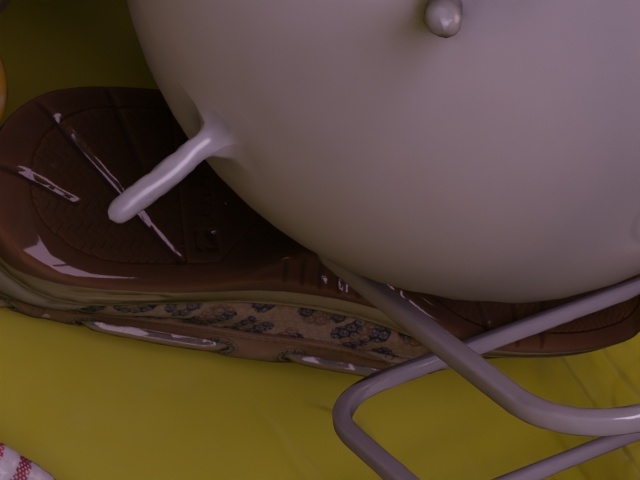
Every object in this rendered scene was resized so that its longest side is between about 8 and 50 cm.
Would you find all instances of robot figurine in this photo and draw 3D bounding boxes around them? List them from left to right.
[{"bbox_3d":[0.077,-0.115,0.477,0.200,0.300,0.353,45,47,0],"label":"robot figurine"}]

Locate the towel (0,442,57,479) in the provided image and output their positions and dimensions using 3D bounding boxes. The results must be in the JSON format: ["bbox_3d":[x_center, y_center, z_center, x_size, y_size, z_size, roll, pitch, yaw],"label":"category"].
[{"bbox_3d":[-0.108,0.172,0.576,0.197,0.029,0.144,45,71,-26],"label":"towel"}]

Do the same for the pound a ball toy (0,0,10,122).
[{"bbox_3d":[-0.170,-0.047,0.462,0.136,0.208,0.319,38,96,-12],"label":"pound a ball toy"}]

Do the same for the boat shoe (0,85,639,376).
[{"bbox_3d":[0.000,0.000,0.633,0.285,0.089,0.104,9,66,-22],"label":"boat shoe"}]

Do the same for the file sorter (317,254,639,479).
[{"bbox_3d":[0.115,0.116,0.542,0.173,0.193,0.277,-16,115,-20],"label":"file sorter"}]
